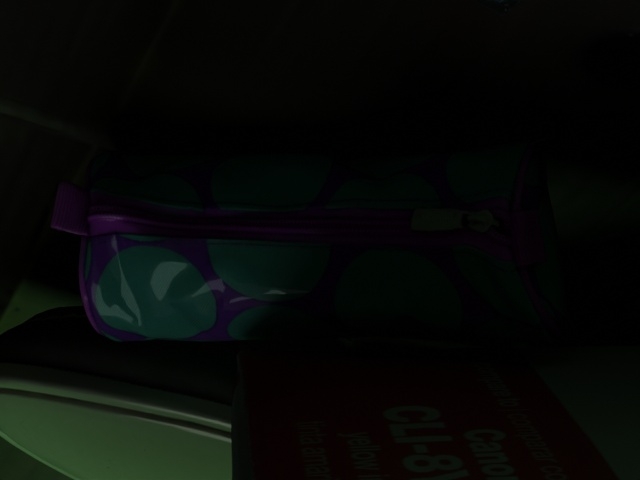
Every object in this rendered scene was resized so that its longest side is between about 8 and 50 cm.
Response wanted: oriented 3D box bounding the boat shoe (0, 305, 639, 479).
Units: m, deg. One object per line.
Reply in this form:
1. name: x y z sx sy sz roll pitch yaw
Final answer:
1. boat shoe: 0.041 0.069 0.603 0.335 0.096 0.112 13 148 3

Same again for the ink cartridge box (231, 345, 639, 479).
1. ink cartridge box: 0.168 0.178 0.466 0.384 0.279 0.160 -1 -171 -5

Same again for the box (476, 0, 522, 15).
1. box: 0.047 -0.106 0.335 0.094 0.027 0.137 25 147 -25

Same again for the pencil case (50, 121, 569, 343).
1. pencil case: 0.000 0.000 0.499 0.151 0.065 0.070 -1 165 17
